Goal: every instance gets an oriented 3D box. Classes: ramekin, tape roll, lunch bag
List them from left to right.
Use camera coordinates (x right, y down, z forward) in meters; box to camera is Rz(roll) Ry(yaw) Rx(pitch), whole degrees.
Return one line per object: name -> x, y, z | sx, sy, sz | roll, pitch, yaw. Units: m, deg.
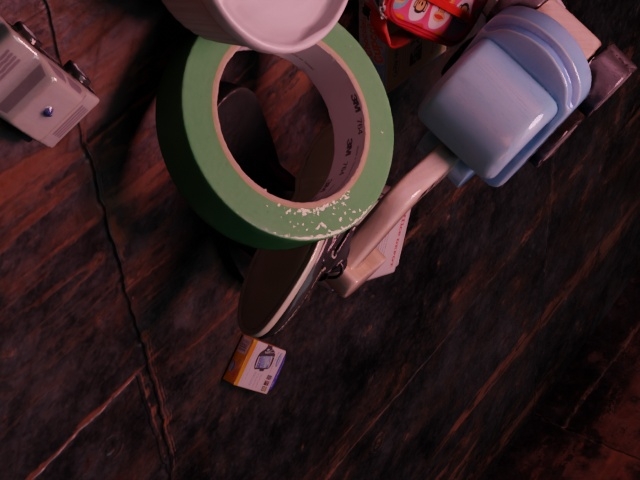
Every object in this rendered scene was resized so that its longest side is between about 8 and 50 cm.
ramekin -> -0.089, -0.352, 1.374 | 0.273, 0.127, 0.273 | -3, 94, -47
tape roll -> -0.054, -0.151, 1.514 | 0.321, 0.077, 0.321 | 7, 77, -33
lunch bag -> 0.160, -0.400, 1.714 | 0.258, 0.120, 0.293 | -59, 155, 14

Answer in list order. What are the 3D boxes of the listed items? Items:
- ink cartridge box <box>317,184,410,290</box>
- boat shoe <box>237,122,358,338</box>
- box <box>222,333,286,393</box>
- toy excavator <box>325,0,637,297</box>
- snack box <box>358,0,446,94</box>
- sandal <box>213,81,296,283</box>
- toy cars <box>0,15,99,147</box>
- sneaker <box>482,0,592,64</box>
ink cartridge box -> 0.060, -0.011, 1.992 | 0.203, 0.086, 0.148 | -13, 121, -56
boat shoe -> -0.003, -0.001, 1.651 | 0.113, 0.127, 0.340 | 37, 64, -37
box -> -0.105, 0.206, 1.933 | 0.081, 0.028, 0.136 | -65, 154, -4
toy excavator -> 0.200, -0.143, 1.774 | 0.445, 0.222, 0.433 | -38, 171, -38
snack box -> 0.135, -0.411, 1.854 | 0.187, 0.060, 0.322 | -39, 141, -38
sandal -> -0.078, -0.045, 1.708 | 0.168, 0.107, 0.446 | -56, 150, -19
toy cars -> -0.281, -0.222, 1.166 | 0.176, 0.087, 0.394 | -22, 146, -32
sneaker -> 0.317, -0.404, 1.930 | 0.137, 0.366, 0.210 | -32, 144, 13
